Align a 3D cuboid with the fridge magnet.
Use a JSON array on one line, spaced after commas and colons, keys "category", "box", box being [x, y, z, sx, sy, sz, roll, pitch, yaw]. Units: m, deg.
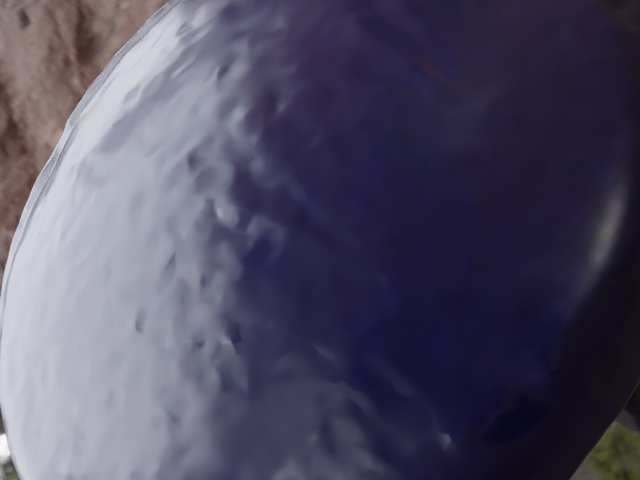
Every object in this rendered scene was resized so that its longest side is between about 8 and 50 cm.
[{"category": "fridge magnet", "box": [0.000, 0.000, 0.470, 0.112, 0.265, 0.265, 41, -143, -46]}]
